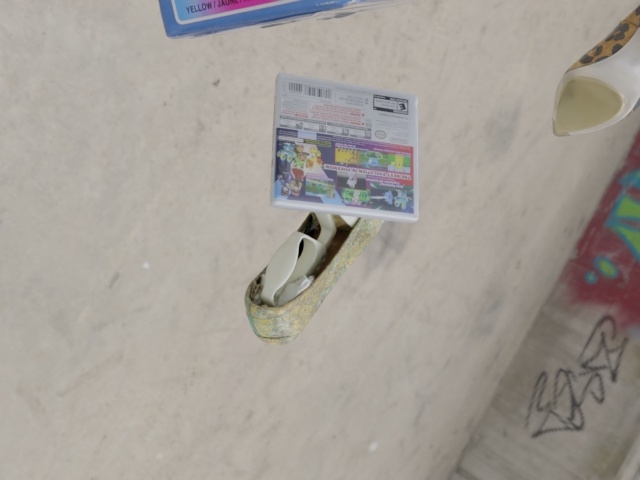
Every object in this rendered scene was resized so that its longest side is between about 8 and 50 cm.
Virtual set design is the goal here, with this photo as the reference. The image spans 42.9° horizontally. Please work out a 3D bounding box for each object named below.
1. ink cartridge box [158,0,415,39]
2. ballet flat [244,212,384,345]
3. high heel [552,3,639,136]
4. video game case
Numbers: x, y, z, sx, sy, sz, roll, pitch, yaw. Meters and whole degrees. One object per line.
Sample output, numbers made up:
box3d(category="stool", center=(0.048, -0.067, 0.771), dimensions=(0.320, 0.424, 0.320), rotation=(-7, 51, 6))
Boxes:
box3d(category="ink cartridge box", center=(-0.029, -0.359, 0.578), dimensions=(0.270, 0.151, 0.395), rotation=(-40, 121, -63))
box3d(category="ballet flat", center=(0.000, 0.000, 1.253), dimensions=(0.348, 0.123, 0.123), rotation=(-55, 149, -19))
box3d(category="high heel", center=(0.396, -0.237, 1.012), dimensions=(0.186, 0.093, 0.261), rotation=(-42, 171, -31))
box3d(category="video game case", center=(0.035, -0.122, 1.083), dimensions=(0.023, 0.201, 0.183), rotation=(141, -47, -67))
